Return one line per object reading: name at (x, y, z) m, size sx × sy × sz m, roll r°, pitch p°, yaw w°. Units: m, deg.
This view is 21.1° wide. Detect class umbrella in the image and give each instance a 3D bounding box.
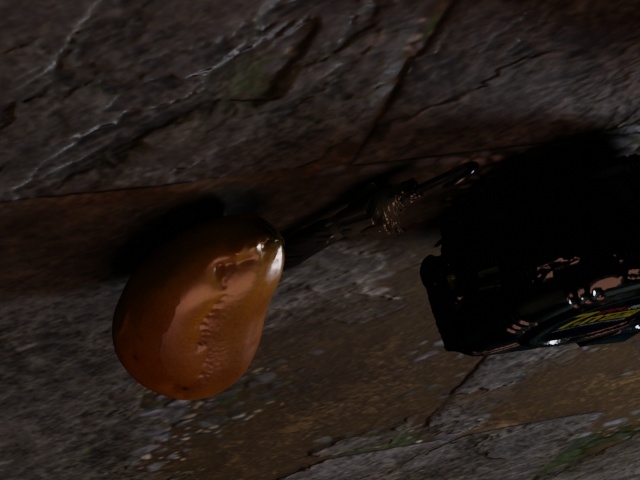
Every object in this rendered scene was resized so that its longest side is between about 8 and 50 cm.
umbrella at (0.003, -0.003, 1.155) m, size 0.269 × 0.044 × 0.044 m, roll -23°, pitch -165°, yaw 36°

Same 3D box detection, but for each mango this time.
mango at (-0.084, 0.037, 1.125) m, size 0.105 × 0.084 × 0.159 m, roll -3°, pitch 134°, yaw -29°

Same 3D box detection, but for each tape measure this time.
tape measure at (0.188, 0.007, 1.192) m, size 0.199 × 0.112 × 0.186 m, roll -8°, pitch 165°, yaw -32°
